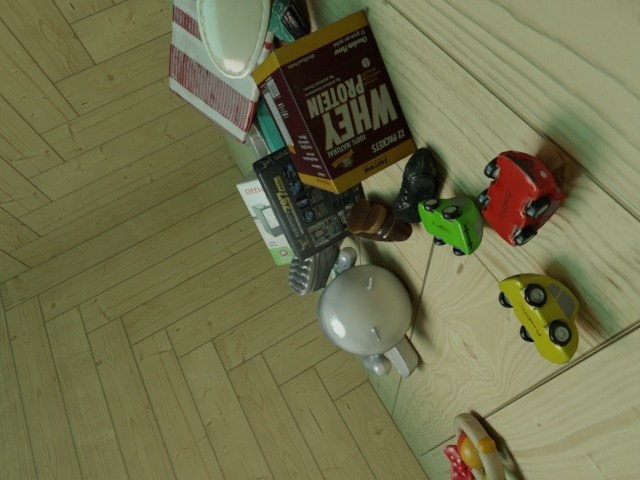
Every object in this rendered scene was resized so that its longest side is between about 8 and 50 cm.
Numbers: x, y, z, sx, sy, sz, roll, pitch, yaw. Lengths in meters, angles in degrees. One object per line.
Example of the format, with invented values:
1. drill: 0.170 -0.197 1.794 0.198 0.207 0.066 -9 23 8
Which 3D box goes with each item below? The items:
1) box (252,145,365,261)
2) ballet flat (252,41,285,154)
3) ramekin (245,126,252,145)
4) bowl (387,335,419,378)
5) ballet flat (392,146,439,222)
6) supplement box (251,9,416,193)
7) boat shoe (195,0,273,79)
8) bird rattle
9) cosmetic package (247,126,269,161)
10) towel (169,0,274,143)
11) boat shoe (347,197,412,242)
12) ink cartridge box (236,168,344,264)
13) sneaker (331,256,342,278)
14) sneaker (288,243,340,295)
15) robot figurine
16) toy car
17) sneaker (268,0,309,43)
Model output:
1. box: -0.009 -0.092 0.903 0.059 0.183 0.233 49 166 52
2. ballet flat: -0.120 -0.330 0.996 0.409 0.147 0.147 64 171 -14
3. ramekin: -0.229 -0.400 1.339 0.207 0.109 0.207 60 -179 -2
4. bowl: 0.225 0.308 1.247 0.142 0.053 0.142 57 171 24
5. ballet flat: 0.138 -0.068 0.634 0.173 0.057 0.049 88 -168 -69
6. supplement box: 0.011 -0.191 0.652 0.194 0.129 0.191 64 170 -18
7. boat shoe: -0.111 -0.385 0.616 0.091 0.109 0.305 -73 -7 -51
8. bird rattle: 0.355 0.477 0.977 0.253 0.143 0.207 -97 -8 -79
9. cosmetic package: -0.119 -0.234 1.297 0.085 0.117 0.231 47 165 56
10. towel: -0.204 -0.387 0.898 0.237 0.037 0.329 38 138 10
11. boat shoe: 0.104 -0.031 0.820 0.073 0.073 0.207 22 -173 -13
12. ink cartridge box: -0.077 -0.081 1.225 0.273 0.198 0.115 65 -146 -25
13. sneaker: 0.061 0.076 1.474 0.076 0.065 0.166 13 137 56
14. sneaker: 0.000 0.000 1.129 0.105 0.115 0.281 29 108 39
15. robot figurine: 0.096 0.165 1.047 0.353 0.200 0.300 111 140 -79
16. toy car: 0.186 -0.007 0.488 0.239 0.053 0.225 66 170 -26
17. sneaker: -0.086 -0.426 0.711 0.223 0.098 0.083 41 158 -24
